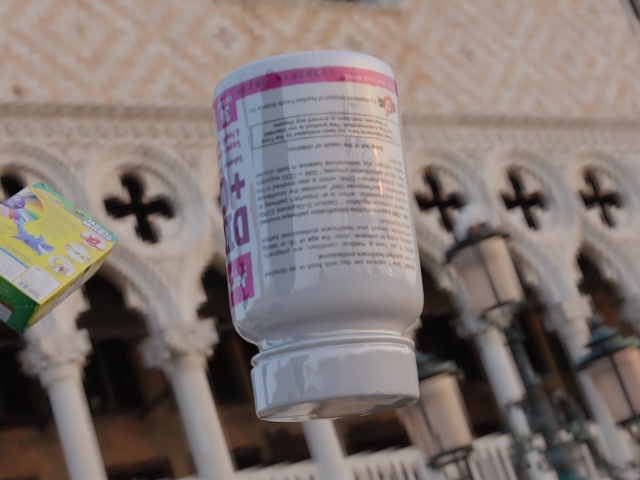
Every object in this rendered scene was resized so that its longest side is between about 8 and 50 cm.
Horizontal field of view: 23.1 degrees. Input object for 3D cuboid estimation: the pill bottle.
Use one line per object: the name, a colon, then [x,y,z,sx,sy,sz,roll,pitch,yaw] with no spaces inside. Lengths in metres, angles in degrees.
pill bottle: [0.000,0.000,1.295,0.160,0.283,0.160,-6,-14,-1]

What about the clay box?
clay box: [-0.330,0.014,1.787,0.053,0.127,0.222,-56,-4,25]
